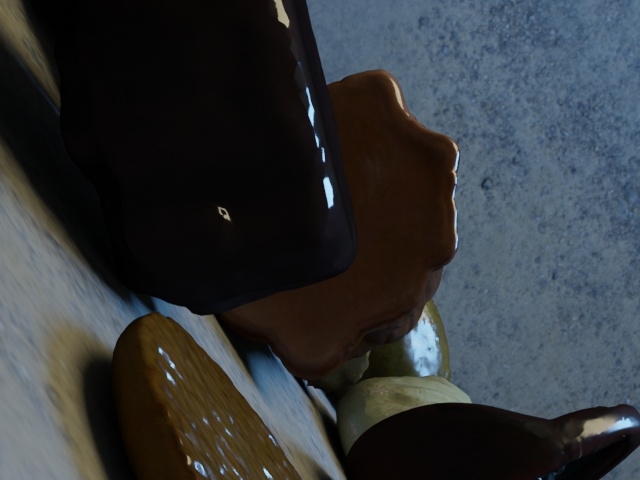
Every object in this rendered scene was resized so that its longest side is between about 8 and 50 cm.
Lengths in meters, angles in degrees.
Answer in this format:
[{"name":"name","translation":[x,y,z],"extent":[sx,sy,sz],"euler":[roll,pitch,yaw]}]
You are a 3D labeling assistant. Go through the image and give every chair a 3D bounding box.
[{"name":"chair","translation":[0.203,0.282,1.166],"extent":[0.401,0.226,0.226],"euler":[59,3,20]}]

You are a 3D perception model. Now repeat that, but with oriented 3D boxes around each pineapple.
[{"name":"pineapple","translation":[-0.008,0.078,1.456],"extent":[0.074,0.074,0.159],"euler":[56,-4,-30]}]

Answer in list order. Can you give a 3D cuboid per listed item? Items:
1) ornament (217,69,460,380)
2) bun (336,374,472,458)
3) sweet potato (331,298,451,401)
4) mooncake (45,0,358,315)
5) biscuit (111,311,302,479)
[{"name":"ornament","translation":[0.000,0.000,1.259],"extent":[0.217,0.221,0.235],"euler":[65,34,-79]},{"name":"bun","translation":[0.109,0.208,1.404],"extent":[0.231,0.133,0.231],"euler":[58,0,-1]},{"name":"sweet potato","translation":[0.036,0.059,1.582],"extent":[0.370,0.158,0.158],"euler":[63,4,9]},{"name":"mooncake","translation":[-0.069,-0.096,0.929],"extent":[0.283,0.141,0.283],"euler":[-11,90,-85]},{"name":"biscuit","translation":[-0.021,0.149,0.717],"extent":[0.262,0.037,0.262],"euler":[58,2,-4]}]
